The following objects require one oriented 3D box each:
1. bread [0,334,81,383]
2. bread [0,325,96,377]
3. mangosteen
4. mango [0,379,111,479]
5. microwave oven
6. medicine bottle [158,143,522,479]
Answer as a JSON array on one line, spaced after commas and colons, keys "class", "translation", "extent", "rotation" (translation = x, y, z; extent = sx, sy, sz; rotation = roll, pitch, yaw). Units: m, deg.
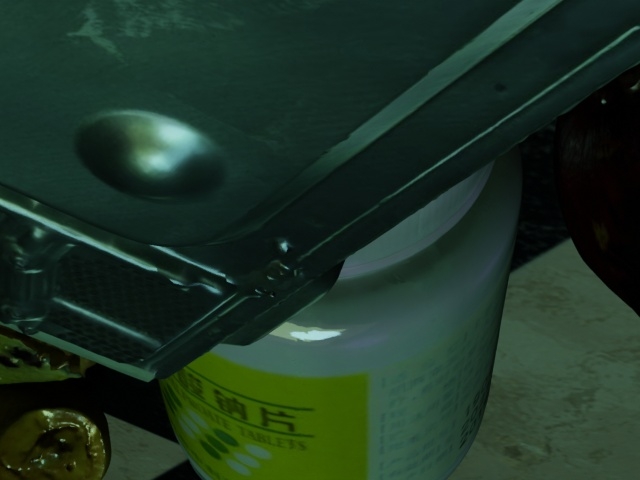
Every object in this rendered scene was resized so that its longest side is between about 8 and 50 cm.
[{"class": "bread", "translation": [-0.359, 0.065, 1.218], "extent": [0.361, 0.077, 0.138], "rotation": [-7, 144, 31]}, {"class": "bread", "translation": [-0.195, -0.017, 0.959], "extent": [0.260, 0.134, 0.129], "rotation": [10, 139, 41]}, {"class": "mangosteen", "translation": [0.209, -0.041, 0.697], "extent": [0.209, 0.210, 0.210], "rotation": [10, 149, 6]}, {"class": "mango", "translation": [-0.314, 0.181, 1.300], "extent": [0.359, 0.187, 0.144], "rotation": [-9, 100, 31]}, {"class": "microwave oven", "translation": [-0.012, -0.177, 0.439], "extent": [0.247, 0.333, 0.394], "rotation": [23, 149, -24]}, {"class": "medicine bottle", "translation": [0.000, 0.000, 0.832], "extent": [0.213, 0.214, 0.379], "rotation": [9, 149, 8]}]
